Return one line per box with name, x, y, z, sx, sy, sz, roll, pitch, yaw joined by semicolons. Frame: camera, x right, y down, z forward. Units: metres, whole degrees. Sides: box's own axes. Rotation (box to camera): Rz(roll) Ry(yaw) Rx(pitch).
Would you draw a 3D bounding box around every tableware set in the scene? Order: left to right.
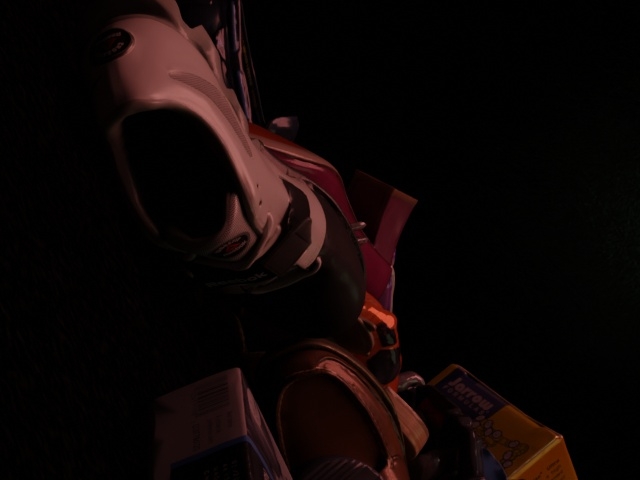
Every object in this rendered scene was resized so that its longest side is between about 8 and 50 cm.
tableware set;-0.012;0.078;1.362;0.141;0.020;0.169;27;-30;19

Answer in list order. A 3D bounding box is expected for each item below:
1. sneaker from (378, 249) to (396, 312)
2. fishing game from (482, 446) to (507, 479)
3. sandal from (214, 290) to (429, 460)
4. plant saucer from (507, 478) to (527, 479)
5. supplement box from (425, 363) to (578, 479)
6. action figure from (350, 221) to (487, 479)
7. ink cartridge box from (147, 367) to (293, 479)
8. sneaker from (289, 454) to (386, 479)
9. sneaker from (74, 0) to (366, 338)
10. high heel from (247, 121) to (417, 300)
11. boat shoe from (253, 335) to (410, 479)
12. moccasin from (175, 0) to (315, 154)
sneaker;0.000;0.000;1.905;0.102;0.161;0.282;-104;170;-64
fishing game;0.104;0.246;1.660;0.264;0.189;0.041;-129;-148;-47
sandal;-0.019;0.121;1.326;0.240;0.079;0.088;41;-29;-6
plant saucer;0.127;0.297;1.451;0.037;0.200;0.200;37;2;2
supplement box;0.195;0.358;1.852;0.194;0.195;0.356;33;-26;49
action figure;0.031;0.154;1.542;0.341;0.178;0.330;-170;-112;-77
ink cartridge box;-0.001;0.247;0.856;0.165;0.065;0.333;-108;176;-67
sneaker;0.030;0.272;1.091;0.131;0.112;0.319;34;-33;64
sneaker;-0.070;-0.013;1.124;0.330;0.122;0.146;50;19;-35
high heel;-0.042;-0.008;1.609;0.377;0.181;0.127;21;7;-47
boat shoe;0.035;0.218;1.283;0.104;0.111;0.307;-110;176;-61
moccasin;-0.076;-0.114;1.731;0.138;0.117;0.342;-101;170;-78
